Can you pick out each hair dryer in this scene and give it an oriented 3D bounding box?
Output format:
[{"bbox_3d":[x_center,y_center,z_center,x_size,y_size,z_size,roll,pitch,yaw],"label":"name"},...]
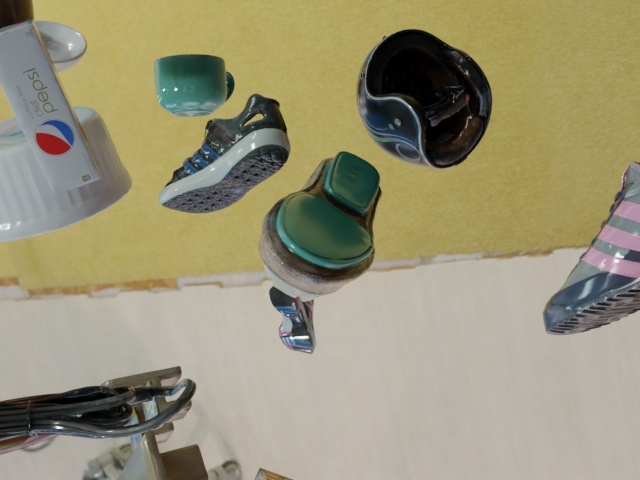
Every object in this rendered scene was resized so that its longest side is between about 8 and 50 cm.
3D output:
[{"bbox_3d":[-0.242,0.140,0.451,0.293,0.223,0.080,-15,73,34],"label":"hair dryer"}]

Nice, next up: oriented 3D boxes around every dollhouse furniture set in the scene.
[{"bbox_3d":[-0.227,0.292,0.779,0.242,0.161,0.212,-55,51,46],"label":"dollhouse furniture set"}]

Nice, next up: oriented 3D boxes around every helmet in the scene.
[{"bbox_3d":[0.126,-0.186,0.938,0.161,0.169,0.169,43,126,40],"label":"helmet"}]

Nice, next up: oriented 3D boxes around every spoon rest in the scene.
[{"bbox_3d":[-0.512,-0.303,1.189,0.137,0.276,0.084,31,139,13],"label":"spoon rest"}]

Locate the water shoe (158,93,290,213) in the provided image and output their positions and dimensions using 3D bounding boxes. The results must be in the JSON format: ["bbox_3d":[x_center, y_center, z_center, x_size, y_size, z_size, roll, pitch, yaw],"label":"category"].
[{"bbox_3d":[-0.107,-0.091,0.793,0.203,0.073,0.080,-22,63,39],"label":"water shoe"}]

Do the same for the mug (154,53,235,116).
[{"bbox_3d":[-0.225,-0.281,1.316,0.129,0.158,0.097,-178,85,-71],"label":"mug"}]

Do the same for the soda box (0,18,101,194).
[{"bbox_3d":[-0.366,-0.175,0.943,0.074,0.069,0.216,-132,22,-60],"label":"soda box"}]

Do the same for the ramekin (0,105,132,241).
[{"bbox_3d":[-0.461,-0.118,1.153,0.277,0.277,0.135,8,122,35],"label":"ramekin"}]

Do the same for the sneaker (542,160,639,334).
[{"bbox_3d":[0.358,-0.010,0.793,0.319,0.112,0.131,-47,51,39],"label":"sneaker"}]

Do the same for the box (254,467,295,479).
[{"bbox_3d":[0.005,0.398,1.026,0.207,0.114,0.036,24,90,-11],"label":"box"}]

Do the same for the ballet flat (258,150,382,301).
[{"bbox_3d":[0.000,0.000,0.718,0.107,0.316,0.106,35,114,2],"label":"ballet flat"}]

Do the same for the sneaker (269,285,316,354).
[{"bbox_3d":[-0.033,0.127,1.279,0.072,0.077,0.178,12,133,24],"label":"sneaker"}]

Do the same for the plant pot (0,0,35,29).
[{"bbox_3d":[-0.486,-0.372,0.956,0.215,0.215,0.230,-10,107,39],"label":"plant pot"}]
